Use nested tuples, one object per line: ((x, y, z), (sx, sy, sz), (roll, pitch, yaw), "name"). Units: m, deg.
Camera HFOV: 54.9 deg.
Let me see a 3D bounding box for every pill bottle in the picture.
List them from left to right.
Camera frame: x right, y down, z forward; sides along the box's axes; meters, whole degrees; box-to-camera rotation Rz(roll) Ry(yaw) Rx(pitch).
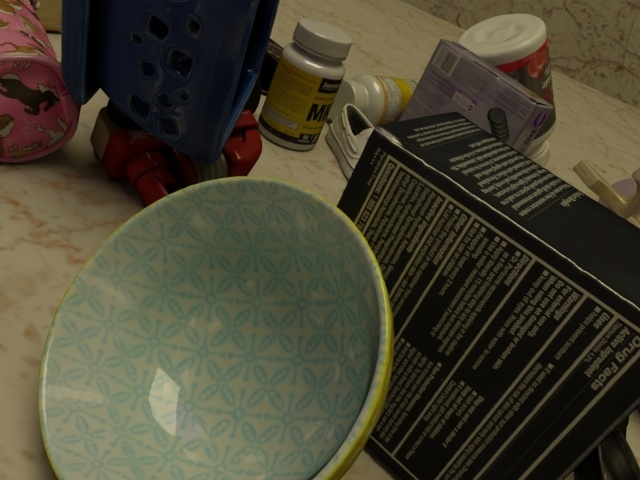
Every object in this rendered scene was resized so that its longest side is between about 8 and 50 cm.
((-0.027, -0.277, 1.098), (0.119, 0.208, 0.119), (17, 33, -11), "pill bottle")
((0.118, -0.288, 1.301), (0.209, 0.117, 0.117), (-7, 44, -41), "pill bottle")
((0.402, -0.295, 1.308), (0.177, 0.318, 0.176), (-14, 39, 12), "pill bottle")

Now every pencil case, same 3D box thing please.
((-0.450, -0.263, 0.846), (0.160, 0.167, 0.386), (39, 11, -52), "pencil case")

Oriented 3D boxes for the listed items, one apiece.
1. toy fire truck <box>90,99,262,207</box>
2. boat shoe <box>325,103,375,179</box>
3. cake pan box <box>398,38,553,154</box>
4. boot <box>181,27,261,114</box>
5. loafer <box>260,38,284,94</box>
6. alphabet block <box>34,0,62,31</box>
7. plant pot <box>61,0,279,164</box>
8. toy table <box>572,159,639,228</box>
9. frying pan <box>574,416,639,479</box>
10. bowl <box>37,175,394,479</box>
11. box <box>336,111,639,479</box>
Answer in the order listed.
((-0.159, -0.101, 0.837), (0.217, 0.158, 0.246), (-17, 70, -41), "toy fire truck")
((0.084, -0.164, 1.124), (0.095, 0.084, 0.258), (1, 38, -34), "boat shoe")
((0.267, -0.218, 1.178), (0.070, 0.245, 0.267), (-3, 40, -43), "cake pan box")
((-0.237, -0.378, 0.993), (0.284, 0.377, 0.138), (32, 62, 22), "boot")
((-0.118, -0.352, 1.253), (0.303, 0.109, 0.095), (16, 37, -19), "loafer")
((-0.572, -0.494, 1.071), (0.193, 0.192, 0.197), (41, 36, 27), "alphabet block")
((-0.173, -0.271, 0.739), (0.212, 0.235, 0.235), (18, 43, -5), "plant pot")
((0.586, -0.044, 1.170), (0.161, 0.252, 0.274), (27, 19, -30), "toy table")
((0.297, 0.219, 0.633), (0.197, 0.053, 0.326), (43, 36, -37), "frying pan")
((-0.067, 0.105, 0.526), (0.289, 0.289, 0.156), (47, -4, 32), "bowl")
((0.147, 0.079, 0.609), (0.294, 0.296, 0.183), (40, 34, 21), "box")
